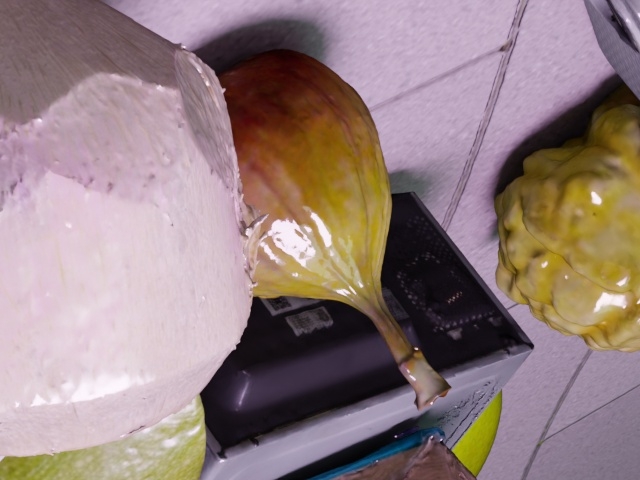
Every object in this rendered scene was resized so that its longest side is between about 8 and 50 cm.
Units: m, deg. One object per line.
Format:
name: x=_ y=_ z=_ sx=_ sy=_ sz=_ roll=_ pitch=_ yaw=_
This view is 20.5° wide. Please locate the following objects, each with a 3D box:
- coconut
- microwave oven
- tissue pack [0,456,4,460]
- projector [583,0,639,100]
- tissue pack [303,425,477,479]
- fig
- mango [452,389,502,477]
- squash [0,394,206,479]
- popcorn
coconut: x=-0.141 y=-0.021 z=0.854 sx=0.224 sy=0.224 sz=0.234 roll=-14 pitch=113 yaw=-41
microwave oven: x=-0.041 y=0.103 z=1.260 sx=0.295 sy=0.181 sz=0.237 roll=-15 pitch=148 yaw=-40
tissue pack: x=-0.294 y=0.085 z=0.933 sx=0.159 sy=0.136 sz=0.246 roll=-45 pitch=156 yaw=21
projector: x=0.281 y=-0.198 z=1.220 sx=0.198 sy=0.108 sz=0.250 roll=-38 pitch=159 yaw=4
tissue pack: x=0.005 y=0.268 z=1.236 sx=0.192 sy=0.134 sz=0.271 roll=-20 pitch=153 yaw=-31
fig: x=-0.005 y=-0.009 z=1.079 sx=0.160 sy=0.231 sz=0.143 roll=-47 pitch=-163 yaw=11
mango: x=0.069 y=0.202 z=1.647 sx=0.273 sy=0.149 sz=0.185 roll=-45 pitch=154 yaw=9
squash: x=-0.169 y=0.116 z=1.108 sx=0.260 sy=0.189 sz=0.189 roll=-49 pitch=154 yaw=17
popcorn: x=0.254 y=-0.014 z=1.447 sx=0.256 sy=0.195 sz=0.255 roll=-9 pitch=155 yaw=-46
